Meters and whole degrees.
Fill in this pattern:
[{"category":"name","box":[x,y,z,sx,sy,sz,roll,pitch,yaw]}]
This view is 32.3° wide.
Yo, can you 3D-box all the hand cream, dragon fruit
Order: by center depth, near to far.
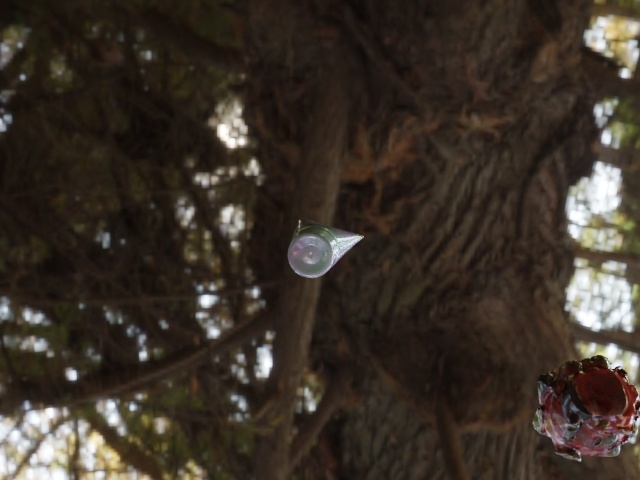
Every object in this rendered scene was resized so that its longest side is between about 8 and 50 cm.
[{"category":"hand cream","box":[0.000,0.000,1.165,0.076,0.047,0.174,16,-169,5]},{"category":"dragon fruit","box":[0.396,0.257,1.696,0.166,0.172,0.160,34,-121,5]}]
